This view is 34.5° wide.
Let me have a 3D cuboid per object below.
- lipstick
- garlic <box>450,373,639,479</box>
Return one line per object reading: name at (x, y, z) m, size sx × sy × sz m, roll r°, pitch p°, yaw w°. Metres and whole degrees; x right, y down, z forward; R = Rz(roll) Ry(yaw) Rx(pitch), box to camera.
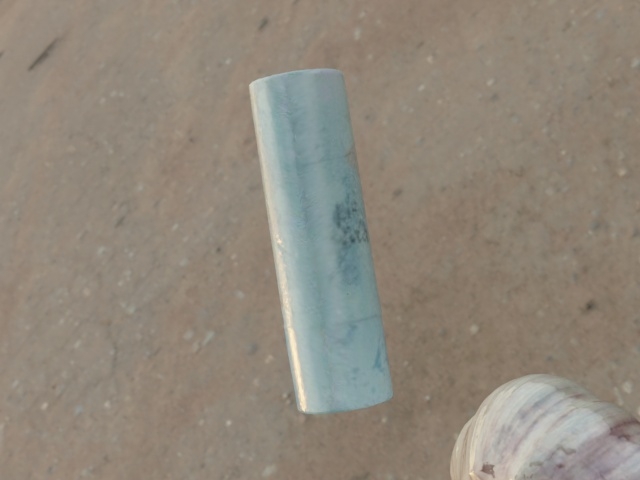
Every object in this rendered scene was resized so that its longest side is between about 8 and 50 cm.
lipstick at (0.000, 0.000, 0.489) m, size 0.048 × 0.048 × 0.157 m, roll -9°, pitch 90°, yaw 49°
garlic at (0.174, 0.253, 0.882) m, size 0.253 × 0.245 × 0.245 m, roll -21°, pitch 18°, yaw -27°
